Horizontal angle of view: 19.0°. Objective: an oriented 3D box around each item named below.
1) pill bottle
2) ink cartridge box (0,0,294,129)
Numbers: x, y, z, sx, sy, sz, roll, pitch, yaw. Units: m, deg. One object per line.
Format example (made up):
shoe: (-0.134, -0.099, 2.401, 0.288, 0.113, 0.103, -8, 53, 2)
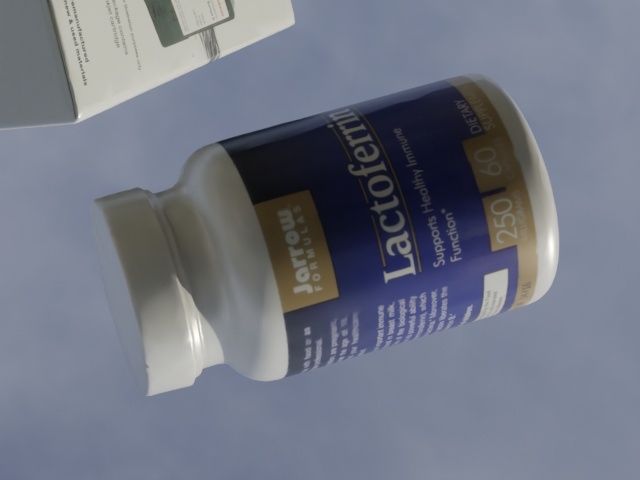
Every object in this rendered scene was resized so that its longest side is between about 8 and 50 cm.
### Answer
pill bottle: (0.000, 0.000, 1.183, 0.265, 0.153, 0.153, -17, -126, -13)
ink cartridge box: (-0.188, -0.178, 1.481, 0.211, 0.121, 0.289, -3, -163, 34)
